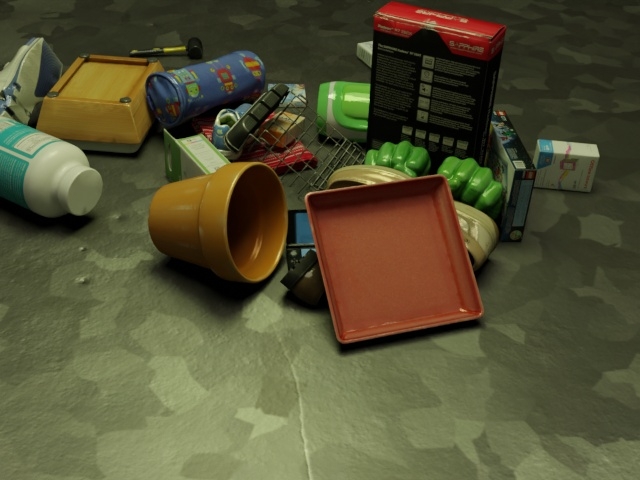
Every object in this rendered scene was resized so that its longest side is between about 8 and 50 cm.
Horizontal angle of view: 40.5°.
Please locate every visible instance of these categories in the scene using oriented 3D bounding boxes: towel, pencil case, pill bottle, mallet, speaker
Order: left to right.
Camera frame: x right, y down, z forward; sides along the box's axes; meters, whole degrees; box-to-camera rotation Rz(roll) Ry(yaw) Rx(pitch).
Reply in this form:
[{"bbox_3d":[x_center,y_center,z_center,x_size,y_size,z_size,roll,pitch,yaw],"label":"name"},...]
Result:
[{"bbox_3d":[-0.541,-0.133,1.645,0.264,0.146,0.146,23,40,25],"label":"pill bottle"},{"bbox_3d":[-0.400,-0.499,2.261,0.189,0.039,0.062,-2,37,0],"label":"mallet"},{"bbox_3d":[-0.254,-0.343,1.940,0.133,0.119,0.306,-13,10,40],"label":"pencil case"},{"bbox_3d":[-0.147,-0.215,1.884,0.198,0.031,0.275,-13,39,-22],"label":"towel"},{"bbox_3d":[0.143,-0.280,1.911,0.296,0.131,0.131,5,36,3],"label":"speaker"}]

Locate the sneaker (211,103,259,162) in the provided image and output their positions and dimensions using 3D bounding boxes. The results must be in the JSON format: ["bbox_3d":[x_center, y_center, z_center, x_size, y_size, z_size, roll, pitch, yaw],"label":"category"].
[{"bbox_3d":[-0.174,-0.242,1.823,0.080,0.081,0.211,7,34,8],"label":"sneaker"}]

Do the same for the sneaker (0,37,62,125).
[{"bbox_3d":[-0.693,-0.299,1.834,0.182,0.127,0.316,8,61,18],"label":"sneaker"}]

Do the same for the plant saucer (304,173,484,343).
[{"bbox_3d":[0.118,0.031,1.451,0.259,0.048,0.259,-9,75,-15],"label":"plant saucer"}]

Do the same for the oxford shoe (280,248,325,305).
[{"bbox_3d":[0.037,0.027,1.504,0.096,0.083,0.227,43,69,3],"label":"oxford shoe"}]

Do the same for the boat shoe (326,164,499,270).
[{"bbox_3d":[0.151,-0.042,1.585,0.341,0.122,0.110,20,39,21],"label":"boat shoe"}]

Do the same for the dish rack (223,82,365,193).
[{"bbox_3d":[-0.039,-0.187,1.763,0.271,0.074,0.208,39,46,-5],"label":"dish rack"}]

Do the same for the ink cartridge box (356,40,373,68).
[{"bbox_3d":[0.241,-0.468,2.246,0.223,0.045,0.223,-14,39,-22],"label":"ink cartridge box"}]

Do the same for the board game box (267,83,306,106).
[{"bbox_3d":[-0.081,-0.348,2.080,0.090,0.020,0.090,0,37,-4],"label":"board game box"}]

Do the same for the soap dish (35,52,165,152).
[{"bbox_3d":[-0.474,-0.311,1.921,0.228,0.118,0.291,5,35,4],"label":"soap dish"}]

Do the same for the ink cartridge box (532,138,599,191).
[{"bbox_3d":[0.503,-0.154,1.789,0.122,0.089,0.052,5,36,3],"label":"ink cartridge box"}]

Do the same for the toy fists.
[{"bbox_3d":[0.208,-0.100,1.652,0.279,0.142,0.096,19,39,22],"label":"toy fists"}]

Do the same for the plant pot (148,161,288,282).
[{"bbox_3d":[-0.187,-0.034,1.507,0.187,0.205,0.205,3,33,27],"label":"plant pot"}]

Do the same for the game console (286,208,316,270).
[{"bbox_3d":[0.000,0.000,1.559,0.122,0.071,0.107,-2,36,-5],"label":"game console"}]

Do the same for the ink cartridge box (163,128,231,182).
[{"bbox_3d":[-0.235,-0.134,1.698,0.062,0.109,0.209,-18,40,-27],"label":"ink cartridge box"}]

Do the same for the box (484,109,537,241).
[{"bbox_3d":[0.354,-0.129,1.686,0.044,0.159,0.233,-1,36,-5],"label":"box"}]

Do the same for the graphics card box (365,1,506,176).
[{"bbox_3d":[0.211,-0.253,1.670,0.232,0.371,0.094,18,39,22],"label":"graphics card box"}]

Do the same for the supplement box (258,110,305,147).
[{"bbox_3d":[-0.083,-0.240,1.869,0.062,0.036,0.098,19,35,19],"label":"supplement box"}]
